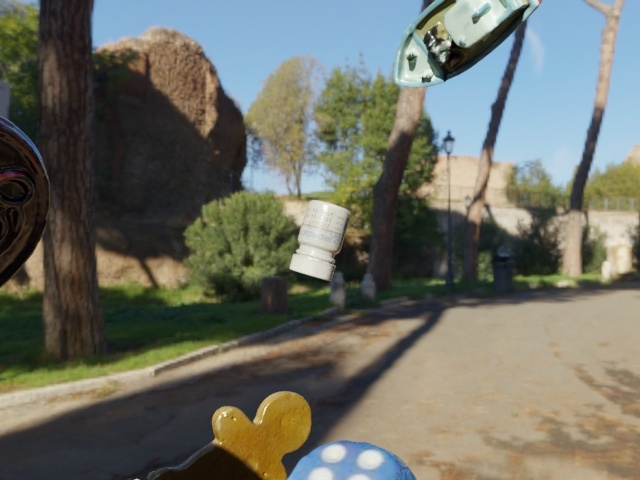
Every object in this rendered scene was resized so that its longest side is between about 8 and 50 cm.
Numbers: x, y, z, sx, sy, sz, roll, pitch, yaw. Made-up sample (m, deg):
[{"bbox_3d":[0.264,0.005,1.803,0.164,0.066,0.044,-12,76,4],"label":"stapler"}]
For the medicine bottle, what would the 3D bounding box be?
[{"bbox_3d":[0.000,0.000,1.472,0.105,0.168,0.105,17,-2,1],"label":"medicine bottle"}]

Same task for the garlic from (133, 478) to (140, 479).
[{"bbox_3d":[-0.405,0.694,1.435,0.203,0.281,0.185,38,-17,37],"label":"garlic"}]

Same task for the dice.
[{"bbox_3d":[0.039,0.340,0.777,0.146,0.146,0.143,-2,30,28],"label":"dice"}]

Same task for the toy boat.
[{"bbox_3d":[0.256,-0.397,1.245,0.133,0.145,0.331,-42,8,-36],"label":"toy boat"}]

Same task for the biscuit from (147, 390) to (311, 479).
[{"bbox_3d":[-0.138,0.379,1.121,0.301,0.197,0.049,-39,20,-24],"label":"biscuit"}]

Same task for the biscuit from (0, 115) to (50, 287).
[{"bbox_3d":[-0.661,-0.042,1.131,0.091,0.408,0.407,29,10,26],"label":"biscuit"}]
